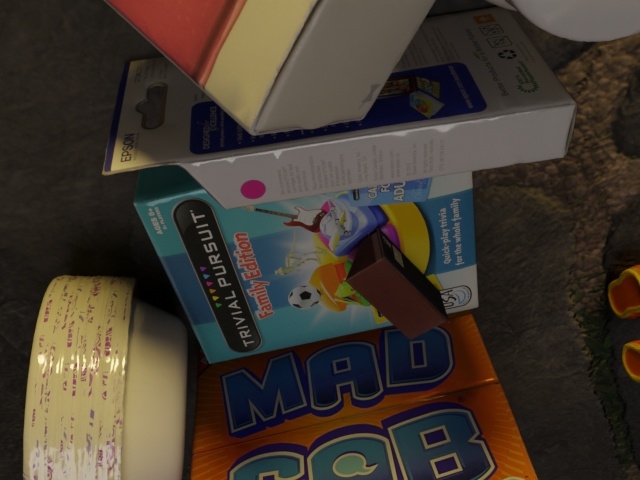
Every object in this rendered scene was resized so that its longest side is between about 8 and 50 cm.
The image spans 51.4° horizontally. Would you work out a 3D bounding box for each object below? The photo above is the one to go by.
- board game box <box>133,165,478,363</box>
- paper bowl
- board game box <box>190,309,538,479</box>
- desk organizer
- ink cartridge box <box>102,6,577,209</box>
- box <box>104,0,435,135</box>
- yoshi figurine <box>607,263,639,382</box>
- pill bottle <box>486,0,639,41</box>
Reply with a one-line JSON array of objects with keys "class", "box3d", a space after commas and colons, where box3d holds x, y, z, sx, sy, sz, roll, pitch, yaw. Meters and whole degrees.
[{"class": "board game box", "box3d": [0.000, 0.000, 0.745, 0.335, 0.079, 0.254, -13, 130, 2]}, {"class": "paper bowl", "box3d": [-0.223, 0.181, 0.730, 0.148, 0.284, 0.284, 3, 129, -12]}, {"class": "board game box", "box3d": [0.066, 0.325, 0.842, 0.356, 0.356, 0.356, -14, 130, 4]}, {"class": "desk organizer", "box3d": [0.081, 0.051, 0.716, 0.050, 0.047, 0.130, -32, 127, 21]}, {"class": "ink cartridge box", "box3d": [0.009, -0.119, 0.583, 0.370, 0.176, 0.069, -7, 134, -2]}, {"class": "box", "box3d": [-0.055, -0.196, 0.456, 0.232, 0.148, 0.127, 43, 122, 16]}, {"class": "yoshi figurine", "box3d": [0.575, 0.086, 0.829, 0.362, 0.203, 0.204, -7, 123, -6]}, {"class": "pill bottle", "box3d": [0.133, -0.248, 0.426, 0.161, 0.283, 0.161, -4, 129, -5]}]
